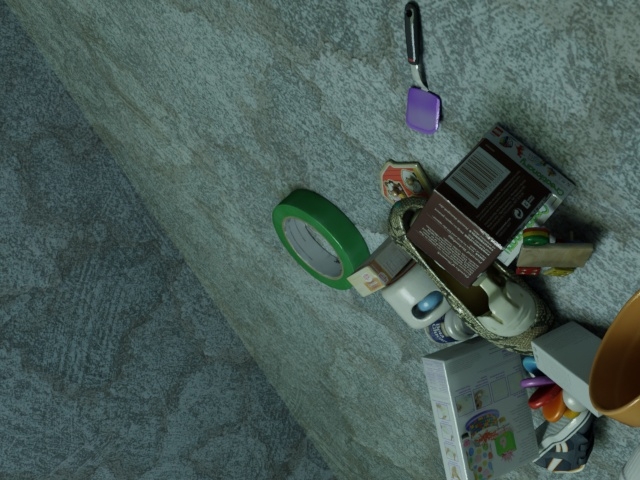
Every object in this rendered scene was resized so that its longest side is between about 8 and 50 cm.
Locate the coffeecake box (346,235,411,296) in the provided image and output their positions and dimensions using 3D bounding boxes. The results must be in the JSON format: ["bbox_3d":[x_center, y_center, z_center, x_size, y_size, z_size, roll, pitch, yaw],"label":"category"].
[{"bbox_3d":[0.169,0.044,2.058,0.068,0.185,0.142,48,157,-3],"label":"coffeecake box"}]

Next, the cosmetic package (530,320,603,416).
[{"bbox_3d":[0.558,0.266,1.754,0.231,0.117,0.085,-131,19,-64],"label":"cosmetic package"}]

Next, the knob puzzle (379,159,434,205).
[{"bbox_3d":[0.202,-0.105,1.962,0.213,0.030,0.213,37,155,20],"label":"knob puzzle"}]

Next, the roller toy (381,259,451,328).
[{"bbox_3d":[0.257,0.115,2.017,0.146,0.191,0.209,47,156,-4],"label":"roller toy"}]

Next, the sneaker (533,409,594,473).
[{"bbox_3d":[0.631,0.487,2.075,0.127,0.126,0.321,29,147,7],"label":"sneaker"}]

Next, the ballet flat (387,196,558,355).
[{"bbox_3d":[0.335,0.087,1.831,0.483,0.164,0.182,44,-177,2],"label":"ballet flat"}]

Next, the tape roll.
[{"bbox_3d":[0.000,0.000,2.405,0.321,0.077,0.321,37,155,21],"label":"tape roll"}]

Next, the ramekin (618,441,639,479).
[{"bbox_3d":[0.767,0.512,1.797,0.207,0.207,0.109,29,113,35],"label":"ramekin"}]

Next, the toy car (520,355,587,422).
[{"bbox_3d":[0.533,0.334,1.936,0.159,0.136,0.182,136,120,-67],"label":"toy car"}]

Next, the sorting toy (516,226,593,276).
[{"bbox_3d":[0.457,0.017,1.635,0.132,0.046,0.274,1,163,9],"label":"sorting toy"}]

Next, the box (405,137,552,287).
[{"bbox_3d":[0.297,-0.049,1.584,0.167,0.168,0.203,41,156,9],"label":"box"}]

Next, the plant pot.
[{"bbox_3d":[0.649,0.226,1.476,0.203,0.291,0.291,29,156,-1],"label":"plant pot"}]

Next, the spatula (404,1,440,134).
[{"bbox_3d":[0.190,-0.332,1.624,0.084,0.030,0.296,28,150,34],"label":"spatula"}]

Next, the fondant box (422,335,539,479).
[{"bbox_3d":[0.398,0.413,2.051,0.096,0.238,0.330,-6,98,60],"label":"fondant box"}]

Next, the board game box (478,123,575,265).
[{"bbox_3d":[0.370,-0.084,1.689,0.193,0.053,0.305,41,156,12],"label":"board game box"}]

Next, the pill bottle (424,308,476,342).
[{"bbox_3d":[0.347,0.214,2.146,0.094,0.094,0.169,49,156,-6],"label":"pill bottle"}]
